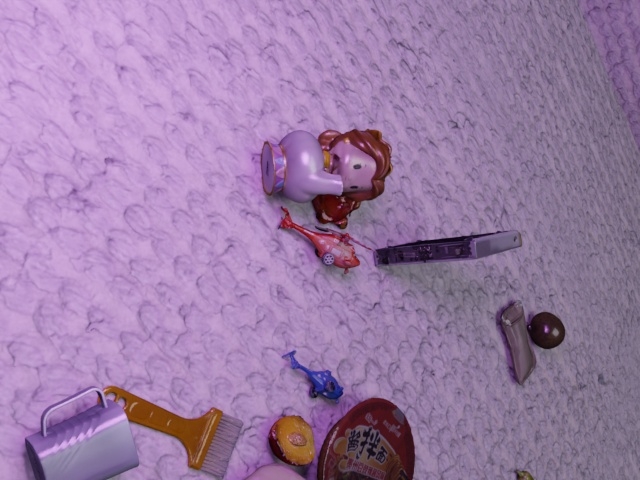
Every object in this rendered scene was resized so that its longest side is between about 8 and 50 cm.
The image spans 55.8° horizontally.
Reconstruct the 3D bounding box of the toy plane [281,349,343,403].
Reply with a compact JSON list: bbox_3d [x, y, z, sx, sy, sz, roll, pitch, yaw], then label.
[{"bbox_3d":[-0.009,0.268,1.189,0.167,0.054,0.062,40,35,-34],"label":"toy plane"}]

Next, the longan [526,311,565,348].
[{"bbox_3d":[0.666,0.266,1.789,0.113,0.092,0.114,0,89,1],"label":"longan"}]

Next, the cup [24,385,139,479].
[{"bbox_3d":[-0.333,0.277,0.842,0.129,0.095,0.128,-18,101,-37],"label":"cup"}]

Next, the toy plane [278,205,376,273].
[{"bbox_3d":[0.003,0.003,1.189,0.194,0.126,0.077,25,97,-40],"label":"toy plane"}]

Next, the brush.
[{"bbox_3d":[-0.243,0.300,0.986,0.272,0.013,0.103,37,62,-34],"label":"brush"}]

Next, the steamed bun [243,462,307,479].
[{"bbox_3d":[-0.072,0.549,0.995,0.275,0.206,0.320,18,77,-43],"label":"steamed bun"}]

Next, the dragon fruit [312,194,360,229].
[{"bbox_3d":[0.035,-0.092,1.247,0.112,0.068,0.127,6,81,-40],"label":"dragon fruit"}]

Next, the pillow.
[{"bbox_3d":[0.570,0.289,1.730,0.130,0.038,0.233,-28,106,-44],"label":"pillow"}]

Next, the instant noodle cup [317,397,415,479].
[{"bbox_3d":[0.075,0.449,1.215,0.273,0.090,0.274,4,84,-42],"label":"instant noodle cup"}]

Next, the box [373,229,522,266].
[{"bbox_3d":[0.271,0.016,1.318,0.210,0.270,0.045,-9,91,-42],"label":"box"}]

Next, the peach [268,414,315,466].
[{"bbox_3d":[-0.058,0.375,1.114,0.098,0.061,0.098,23,43,-24],"label":"peach"}]

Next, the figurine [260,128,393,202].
[{"bbox_3d":[0.023,-0.146,1.152,0.263,0.190,0.142,-6,133,-19],"label":"figurine"}]

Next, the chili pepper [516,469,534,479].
[{"bbox_3d":[0.597,0.736,1.712,0.049,0.043,0.208,-27,105,-54],"label":"chili pepper"}]
